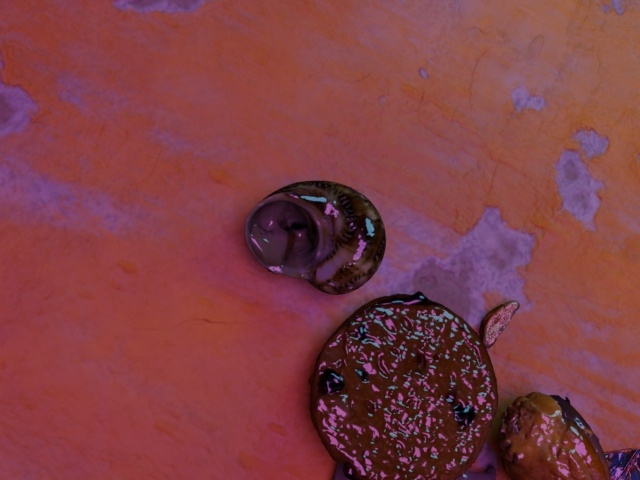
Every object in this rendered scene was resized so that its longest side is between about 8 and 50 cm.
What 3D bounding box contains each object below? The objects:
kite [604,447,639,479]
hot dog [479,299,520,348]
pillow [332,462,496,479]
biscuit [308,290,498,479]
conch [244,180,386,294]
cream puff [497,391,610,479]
[{"bbox_3d":[0.454,0.402,1.380,0.183,0.014,0.241,-45,95,-12],"label":"kite"},{"bbox_3d":[0.268,0.123,1.362,0.034,0.030,0.090,37,78,3],"label":"hot dog"},{"bbox_3d":[0.138,0.382,1.293,0.255,0.059,0.169,15,78,-9],"label":"pillow"},{"bbox_3d":[0.120,0.221,1.284,0.296,0.075,0.296,5,72,-14],"label":"biscuit"},{"bbox_3d":[0.001,0.000,1.277,0.187,0.124,0.181,-18,97,10],"label":"conch"},{"bbox_3d":[0.326,0.309,1.281,0.129,0.189,0.189,-31,91,-9],"label":"cream puff"}]
